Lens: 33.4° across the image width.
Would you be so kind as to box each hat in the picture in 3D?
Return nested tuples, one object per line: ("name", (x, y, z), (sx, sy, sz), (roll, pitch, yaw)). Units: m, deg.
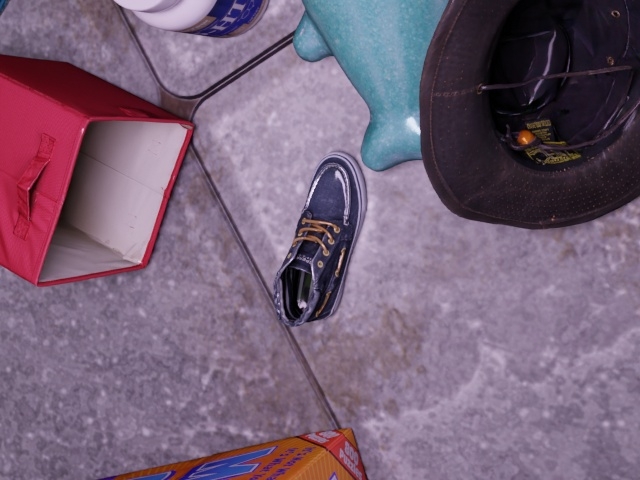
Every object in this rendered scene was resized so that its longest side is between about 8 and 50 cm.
("hat", (0.206, -0.175, 0.948), (0.331, 0.331, 0.134), (-51, 36, 19))

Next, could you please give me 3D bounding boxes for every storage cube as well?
("storage cube", (-0.286, -0.082, 1.139), (0.193, 0.215, 0.184), (27, 106, 23))

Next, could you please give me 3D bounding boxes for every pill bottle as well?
("pill bottle", (-0.135, -0.264, 1.066), (0.112, 0.186, 0.112), (3, 98, 22))

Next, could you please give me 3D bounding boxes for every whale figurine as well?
("whale figurine", (0.065, -0.202, 1.020), (0.216, 0.141, 0.272), (-3, 96, 21))

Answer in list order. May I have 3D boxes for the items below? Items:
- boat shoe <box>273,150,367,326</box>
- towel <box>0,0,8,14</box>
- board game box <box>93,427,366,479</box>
("boat shoe", (0.000, 0.000, 1.100), (0.065, 0.083, 0.183), (12, 100, 20))
("towel", (-0.569, -0.310, 1.313), (0.370, 0.040, 0.271), (39, 108, 13))
("board game box", (-0.137, 0.434, 1.058), (0.356, 0.356, 0.356), (-16, 91, 23))
